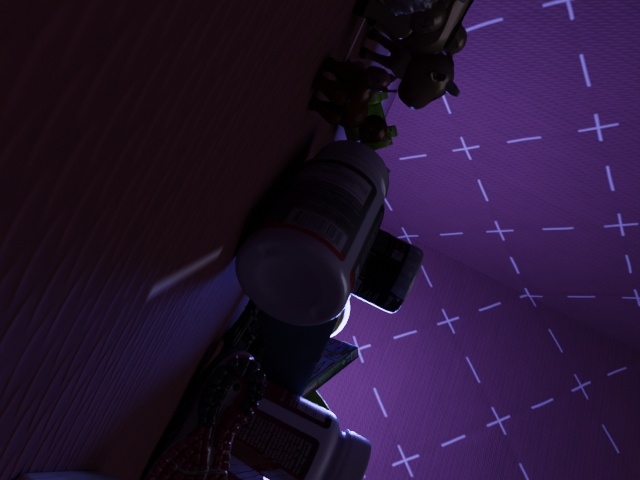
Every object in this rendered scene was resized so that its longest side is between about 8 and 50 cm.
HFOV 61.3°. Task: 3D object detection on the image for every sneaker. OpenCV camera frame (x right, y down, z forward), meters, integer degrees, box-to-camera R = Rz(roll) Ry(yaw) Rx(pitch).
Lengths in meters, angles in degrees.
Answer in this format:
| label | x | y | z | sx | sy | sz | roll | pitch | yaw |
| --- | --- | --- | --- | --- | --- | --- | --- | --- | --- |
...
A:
| label | x | y | z | sx | sy | sz | roll | pitch | yaw |
| --- | --- | --- | --- | --- | --- | --- | --- | --- | --- |
| sneaker | -0.193 | 0.323 | 0.907 | 0.299 | 0.120 | 0.112 | -58 | -161 | -7 |

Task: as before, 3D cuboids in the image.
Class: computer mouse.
| label | x | y | z | sx | sy | sz | roll | pitch | yaw |
| --- | --- | --- | --- | --- | --- | --- | --- | --- | --- |
| computer mouse | -0.142 | 0.179 | 1.109 | 0.184 | 0.060 | 0.262 | -57 | 163 | -30 |

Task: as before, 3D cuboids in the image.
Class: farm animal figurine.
| label | x | y | z | sx | sy | sz | roll | pitch | yaw |
| --- | --- | --- | --- | --- | --- | --- | --- | --- | --- |
| farm animal figurine | 0.135 | -0.282 | 0.743 | 0.330 | 0.172 | 0.327 | -61 | 176 | -48 |

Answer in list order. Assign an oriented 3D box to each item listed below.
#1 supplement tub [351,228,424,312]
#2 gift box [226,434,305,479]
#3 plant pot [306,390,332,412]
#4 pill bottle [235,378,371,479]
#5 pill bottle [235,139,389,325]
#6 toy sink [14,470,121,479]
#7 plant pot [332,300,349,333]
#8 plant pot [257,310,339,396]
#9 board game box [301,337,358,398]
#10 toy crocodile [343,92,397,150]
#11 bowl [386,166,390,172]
| label | x | y | z | sx | sy | sz | roll | pitch | yaw |
| --- | --- | --- | --- | --- | --- | --- | --- | --- | --- |
| supplement tub | 0.104 | 0.049 | 1.546 | 0.207 | 0.337 | 0.207 | -63 | 178 | -4 |
| gift box | -0.181 | 0.536 | 0.984 | 0.258 | 0.276 | 0.255 | -64 | 149 | -5 |
| plant pot | -0.181 | 0.661 | 1.902 | 0.353 | 0.366 | 0.366 | -43 | 178 | 1 |
| pill bottle | -0.092 | 0.479 | 1.292 | 0.224 | 0.392 | 0.224 | -63 | 177 | -6 |
| pill bottle | 0.004 | -0.025 | 0.804 | 0.283 | 0.161 | 0.161 | -61 | 176 | -48 |
| toy sink | -0.184 | 0.281 | 0.418 | 0.153 | 0.131 | 0.234 | -63 | 177 | -25 |
| plant pot | -0.037 | 0.250 | 2.033 | 0.254 | 0.253 | 0.239 | -64 | 162 | 1 |
| plant pot | -0.094 | 0.281 | 1.482 | 0.290 | 0.195 | 0.290 | -64 | 178 | -4 |
| board game box | -0.054 | 0.402 | 1.752 | 0.317 | 0.213 | 0.046 | -26 | 119 | -46 |
| toy crocodile | 0.097 | -0.255 | 1.159 | 0.340 | 0.105 | 0.115 | -54 | 129 | -69 |
| bowl | 0.065 | -0.165 | 1.212 | 0.170 | 0.170 | 0.080 | -55 | 128 | -72 |
